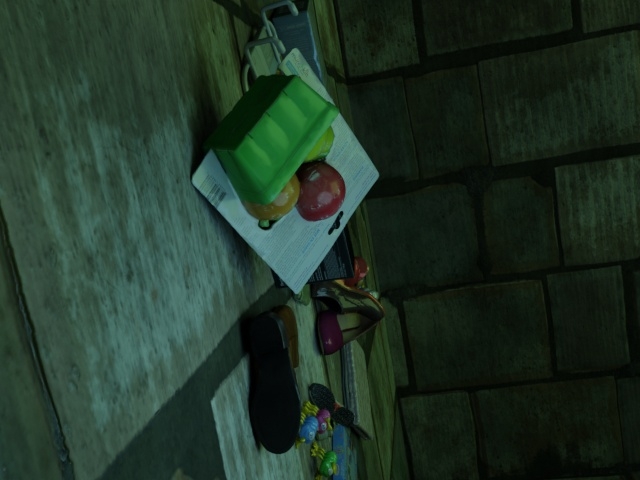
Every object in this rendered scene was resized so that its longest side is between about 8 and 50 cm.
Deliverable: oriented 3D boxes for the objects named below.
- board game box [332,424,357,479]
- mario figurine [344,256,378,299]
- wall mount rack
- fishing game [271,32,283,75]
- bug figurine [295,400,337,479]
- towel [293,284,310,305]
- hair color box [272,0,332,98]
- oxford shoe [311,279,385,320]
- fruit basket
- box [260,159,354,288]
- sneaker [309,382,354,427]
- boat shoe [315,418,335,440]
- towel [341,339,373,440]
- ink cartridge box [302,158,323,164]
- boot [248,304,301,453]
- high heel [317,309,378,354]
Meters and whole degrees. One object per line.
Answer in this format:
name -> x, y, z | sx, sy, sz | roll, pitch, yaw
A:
board game box -> 0.075, 0.668, 1.803 | 0.211, 0.039, 0.160 | 69, 17, -48
mario figurine -> 0.133, 0.150, 2.117 | 0.170, 0.198, 0.320 | -62, 159, -25
wall mount rack -> -0.079, -0.407, 1.506 | 0.350, 0.130, 0.304 | -80, 156, -45
fishing game -> -0.115, -0.452, 1.671 | 0.189, 0.041, 0.264 | 65, 19, -49
bug figurine -> -0.002, 0.505, 1.423 | 0.216, 0.072, 0.279 | -56, 136, -75
towel -> -0.054, 0.095, 1.594 | 0.110, 0.027, 0.148 | 52, 30, -71
hair color box -> -0.046, -0.539, 1.889 | 0.185, 0.114, 0.374 | -87, 165, -57
oxford shoe -> 0.080, 0.192, 1.820 | 0.271, 0.097, 0.098 | 30, 56, -21
fruit basket -> -0.052, -0.123, 1.148 | 0.327, 0.165, 0.353 | -56, 138, -18
box -> -0.036, -0.035, 1.364 | 0.103, 0.184, 0.261 | -84, 163, -64
sneaker -> 0.016, 0.434, 1.601 | 0.161, 0.075, 0.057 | 45, 67, -19
boat shoe -> 0.023, 0.501, 1.623 | 0.153, 0.048, 0.056 | 29, 53, -77
towel -> 0.130, 0.528, 2.176 | 0.317, 0.053, 0.331 | 61, 22, -60
ink cartridge box -> -0.009, -0.156, 1.824 | 0.165, 0.065, 0.332 | 48, 30, -40
boot -> -0.084, 0.268, 1.227 | 0.280, 0.096, 0.264 | 49, 25, -84
high heel -> 0.098, 0.256, 1.855 | 0.377, 0.181, 0.127 | -49, 130, -77
